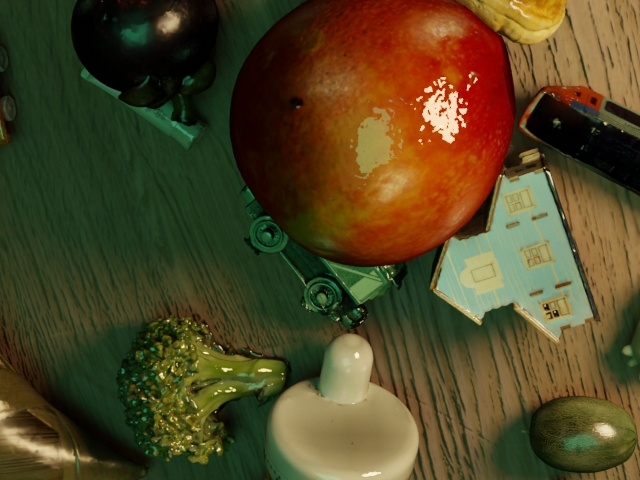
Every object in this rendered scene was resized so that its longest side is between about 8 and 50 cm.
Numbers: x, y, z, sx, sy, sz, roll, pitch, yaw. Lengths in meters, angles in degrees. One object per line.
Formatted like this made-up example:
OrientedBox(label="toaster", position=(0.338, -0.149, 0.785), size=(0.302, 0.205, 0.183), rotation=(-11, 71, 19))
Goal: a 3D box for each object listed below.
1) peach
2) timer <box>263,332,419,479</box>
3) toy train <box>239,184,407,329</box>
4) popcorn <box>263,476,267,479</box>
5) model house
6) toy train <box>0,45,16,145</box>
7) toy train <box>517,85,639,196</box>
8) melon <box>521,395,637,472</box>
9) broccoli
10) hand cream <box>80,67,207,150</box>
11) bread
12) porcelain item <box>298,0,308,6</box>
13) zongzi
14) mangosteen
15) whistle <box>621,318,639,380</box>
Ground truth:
OrientedBox(label="peach", position=(0.074, -0.159, 1.549), size=(0.388, 0.388, 0.388), rotation=(3, 107, 11))
OrientedBox(label="timer", position=(0.032, 0.284, 1.783), size=(0.233, 0.233, 0.240), rotation=(14, 125, 7))
OrientedBox(label="toy train", position=(0.000, 0.000, 1.777), size=(0.154, 0.115, 0.269), rotation=(-39, 90, 17))
OrientedBox(label="popcorn", position=(-0.037, 0.462, 1.888), size=(0.187, 0.167, 0.185), rotation=(-8, 109, 18))
OrientedBox(label="model house", position=(0.252, 0.020, 1.690), size=(0.206, 0.178, 0.271), rotation=(-20, 104, 10))
OrientedBox(label="toy train", position=(-0.528, -0.223, 1.805), size=(0.089, 0.127, 0.219), rotation=(-3, 107, 12))
OrientedBox(label="toy train", position=(0.474, -0.105, 1.657), size=(0.409, 0.089, 0.086), rotation=(27, 132, 3))
OrientedBox(label="melon", position=(0.381, 0.288, 1.779), size=(0.167, 0.114, 0.114), rotation=(0, 106, 11))
OrientedBox(label="broccoli", position=(-0.195, 0.241, 1.847), size=(0.273, 0.180, 0.242), rotation=(0, 105, 11))
OrientedBox(label="hand cream", position=(-0.262, -0.215, 1.798), size=(0.205, 0.050, 0.078), rotation=(39, 109, 3))
OrientedBox(label="bread", position=(0.227, -0.361, 1.574), size=(0.236, 0.198, 0.120), rotation=(37, 125, -1))
OrientedBox(label="porcelain item", position=(0.039, -0.402, 1.676), size=(0.081, 0.069, 0.215), rotation=(21, 104, 10))
OrientedBox(label="zongzi", position=(-0.534, 0.176, 1.937), size=(0.467, 0.218, 0.500), rotation=(-6, 94, -13))
OrientedBox(label="mangosteen", position=(-0.232, -0.273, 1.699), size=(0.211, 0.211, 0.250), rotation=(-21, 112, 16))
OrientedBox(label="whistle", position=(0.514, 0.101, 1.710), size=(0.110, 0.092, 0.244), rotation=(24, 111, 5))
